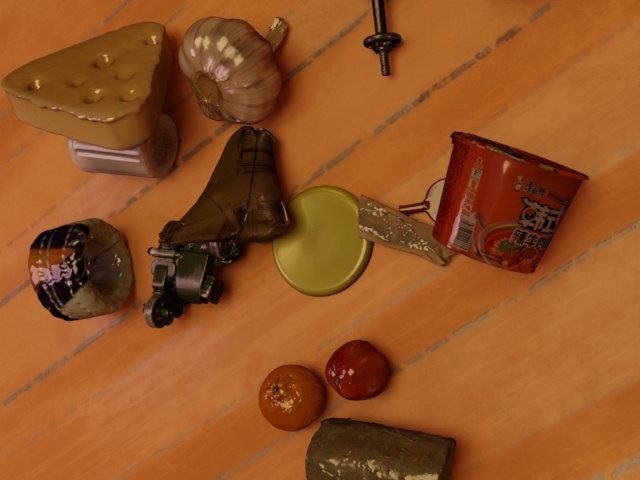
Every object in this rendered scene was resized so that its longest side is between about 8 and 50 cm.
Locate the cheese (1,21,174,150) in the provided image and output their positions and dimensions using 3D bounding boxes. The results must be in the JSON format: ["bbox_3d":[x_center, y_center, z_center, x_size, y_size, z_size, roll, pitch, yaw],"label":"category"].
[{"bbox_3d":[-0.462,-0.318,1.835,0.384,0.104,0.383,-6,43,5],"label":"cheese"}]

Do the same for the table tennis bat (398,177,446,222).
[{"bbox_3d":[0.227,-0.071,1.660,0.155,0.019,0.098,-10,81,22],"label":"table tennis bat"}]

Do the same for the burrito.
[{"bbox_3d":[0.159,-0.014,1.655,0.226,0.060,0.086,23,85,22],"label":"burrito"}]

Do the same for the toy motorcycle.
[{"bbox_3d":[-0.273,0.065,1.841,0.205,0.127,0.275,6,81,26],"label":"toy motorcycle"}]

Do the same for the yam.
[{"bbox_3d":[0.119,0.427,1.586,0.268,0.161,0.161,5,87,26],"label":"yam"}]

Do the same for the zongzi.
[{"bbox_3d":[-0.216,-0.116,1.734,0.123,0.289,0.260,-33,63,53],"label":"zongzi"}]

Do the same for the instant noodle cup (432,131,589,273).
[{"bbox_3d":[0.318,-0.066,1.500,0.250,0.250,0.192,25,104,26],"label":"instant noodle cup"}]

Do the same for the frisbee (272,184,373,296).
[{"bbox_3d":[0.000,0.000,1.765,0.236,0.017,0.235,-3,83,27],"label":"frisbee"}]

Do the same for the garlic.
[{"bbox_3d":[-0.161,-0.391,1.811,0.245,0.245,0.253,31,62,25],"label":"garlic"}]

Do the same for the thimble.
[{"bbox_3d":[-0.535,0.062,1.918,0.150,0.237,0.237,-13,79,20],"label":"thimble"}]

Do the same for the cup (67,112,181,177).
[{"bbox_3d":[-0.439,-0.252,1.926,0.202,0.167,0.220,10,93,24],"label":"cup"}]

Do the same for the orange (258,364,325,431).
[{"bbox_3d":[-0.062,0.318,1.708,0.136,0.118,0.135,-2,86,33],"label":"orange"}]

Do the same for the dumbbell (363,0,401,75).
[{"bbox_3d":[0.118,-0.459,1.711,0.110,0.110,0.254,-6,88,26],"label":"dumbbell"}]

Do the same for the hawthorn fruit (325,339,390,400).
[{"bbox_3d":[0.070,0.254,1.651,0.128,0.128,0.128,-3,84,26],"label":"hawthorn fruit"}]
